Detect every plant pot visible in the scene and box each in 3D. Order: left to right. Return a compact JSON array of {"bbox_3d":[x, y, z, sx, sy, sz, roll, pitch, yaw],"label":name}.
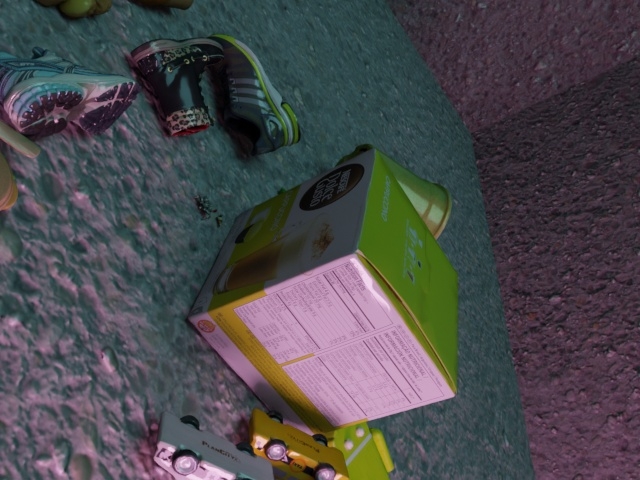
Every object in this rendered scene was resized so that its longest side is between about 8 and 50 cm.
[{"bbox_3d":[0.158,-0.110,1.801,0.254,0.276,0.276,39,35,-26],"label":"plant pot"}]

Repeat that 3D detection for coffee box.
[{"bbox_3d":[0.032,0.098,1.255,0.338,0.334,0.337,54,28,-25],"label":"coffee box"}]

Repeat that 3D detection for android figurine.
[{"bbox_3d":[0.074,0.456,1.365,0.248,0.056,0.272,-15,84,-64],"label":"android figurine"}]

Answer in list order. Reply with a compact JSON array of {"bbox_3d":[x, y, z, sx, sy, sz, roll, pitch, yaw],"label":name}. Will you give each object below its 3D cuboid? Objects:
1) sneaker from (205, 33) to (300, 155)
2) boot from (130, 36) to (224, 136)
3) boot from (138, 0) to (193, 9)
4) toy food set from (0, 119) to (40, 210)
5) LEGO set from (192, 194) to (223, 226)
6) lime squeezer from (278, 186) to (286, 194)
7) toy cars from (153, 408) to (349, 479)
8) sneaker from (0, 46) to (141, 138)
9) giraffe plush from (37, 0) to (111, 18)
[{"bbox_3d":[-0.170,-0.313,1.473,0.121,0.111,0.300,-35,84,-28],"label":"sneaker"},{"bbox_3d":[-0.250,-0.299,1.341,0.236,0.085,0.178,-26,94,-58],"label":"boot"},{"bbox_3d":[-0.306,-0.607,1.332,0.211,0.104,0.295,-4,112,-61],"label":"boot"},{"bbox_3d":[-0.441,-0.078,0.849,0.132,0.039,0.192,41,40,-30],"label":"toy food set"},{"bbox_3d":[-0.207,-0.061,1.290,0.083,0.023,0.054,27,46,-53],"label":"LEGO set"},{"bbox_3d":[0.000,0.000,1.497,0.310,0.110,0.059,33,-7,34],"label":"lime squeezer"},{"bbox_3d":[-0.107,0.347,1.061,0.176,0.087,0.394,40,12,33],"label":"toy cars"},{"bbox_3d":[-0.375,-0.236,1.022,0.122,0.110,0.283,47,17,3],"label":"sneaker"},{"bbox_3d":[-0.392,-0.497,1.126,0.210,0.171,0.181,61,26,-10],"label":"giraffe plush"}]
